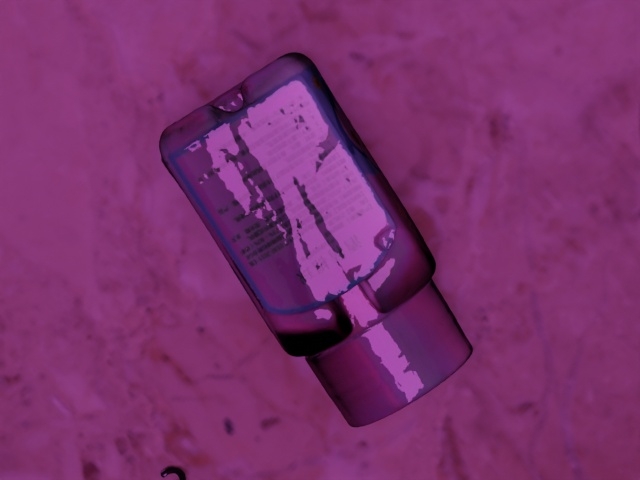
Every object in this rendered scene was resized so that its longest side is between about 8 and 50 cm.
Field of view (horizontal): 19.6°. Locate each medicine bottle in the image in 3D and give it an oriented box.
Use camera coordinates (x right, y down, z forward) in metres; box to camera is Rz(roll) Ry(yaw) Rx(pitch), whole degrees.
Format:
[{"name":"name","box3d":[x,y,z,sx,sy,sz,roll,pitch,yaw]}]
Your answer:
[{"name":"medicine bottle","box3d":[0.000,0.000,0.984,0.094,0.119,0.188,-32,95,3]}]

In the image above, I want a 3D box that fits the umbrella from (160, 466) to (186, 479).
[{"name":"umbrella","box3d":[-0.139,0.174,1.054,0.149,0.022,0.022,-34,53,3]}]
